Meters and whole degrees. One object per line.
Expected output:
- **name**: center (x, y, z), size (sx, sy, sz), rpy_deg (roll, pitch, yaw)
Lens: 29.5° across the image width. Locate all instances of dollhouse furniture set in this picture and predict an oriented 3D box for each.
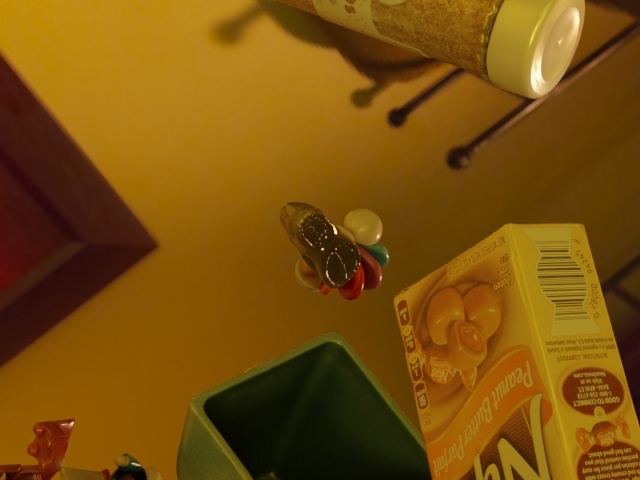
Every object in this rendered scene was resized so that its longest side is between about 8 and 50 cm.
- **dollhouse furniture set**: center (-0.413, 0.402, 1.865), size (0.152, 0.374, 0.201), rpy_deg (7, -128, -39)

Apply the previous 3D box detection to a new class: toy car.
- **toy car**: center (0.053, 0.040, 2.249), size (0.136, 0.182, 0.159), rpy_deg (49, 141, 12)

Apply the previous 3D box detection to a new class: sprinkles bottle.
- **sprinkles bottle**: center (0.095, -0.261, 1.282), size (0.355, 0.121, 0.121), rpy_deg (25, 166, 27)

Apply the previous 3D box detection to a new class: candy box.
- **candy box**: center (0.168, 0.163, 0.988), size (0.183, 0.087, 0.316), rpy_deg (-40, 56, 55)

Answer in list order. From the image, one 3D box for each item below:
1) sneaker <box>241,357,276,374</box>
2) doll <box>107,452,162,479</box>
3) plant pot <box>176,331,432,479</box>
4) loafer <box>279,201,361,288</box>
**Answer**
- **sneaker**: center (-0.045, 0.323, 2.363), size (0.321, 0.124, 0.180), rpy_deg (-13, -130, -45)
- **doll**: center (-0.266, 0.343, 1.580), size (0.046, 0.129, 0.189), rpy_deg (11, -162, 20)
- **plant pot**: center (-0.036, 0.316, 1.549), size (0.247, 0.248, 0.252), rpy_deg (50, 139, 21)
- **loafer**: center (0.000, 0.000, 1.326), size (0.050, 0.056, 0.148), rpy_deg (43, 170, 37)
